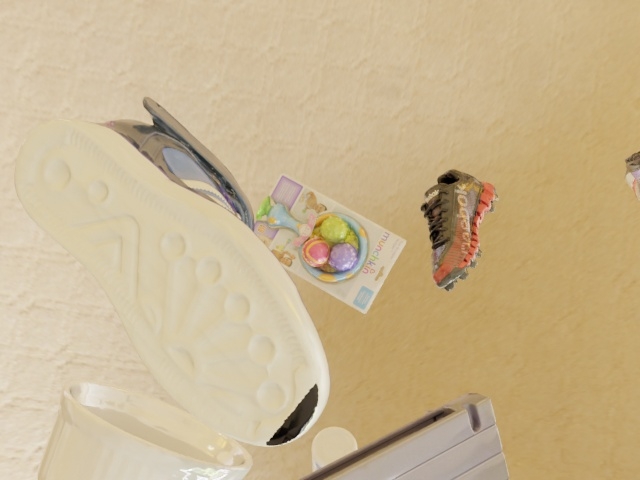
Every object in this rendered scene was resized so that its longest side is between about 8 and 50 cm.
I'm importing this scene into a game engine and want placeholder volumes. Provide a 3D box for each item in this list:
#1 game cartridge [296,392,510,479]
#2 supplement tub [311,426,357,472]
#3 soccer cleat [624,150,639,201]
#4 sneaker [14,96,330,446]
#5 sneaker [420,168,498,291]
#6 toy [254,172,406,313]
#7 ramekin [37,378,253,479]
[{"bbox_3d":[0.078,0.347,1.142,0.355,0.068,0.230,-20,105,-30],"label":"game cartridge"},{"bbox_3d":[0.022,0.338,1.517,0.071,0.107,0.071,0,54,0],"label":"supplement tub"},{"bbox_3d":[0.521,-0.092,1.465,0.109,0.318,0.116,-34,78,9],"label":"soccer cleat"},{"bbox_3d":[-0.079,0.019,0.816,0.323,0.236,0.130,43,104,17],"label":"sneaker"},{"bbox_3d":[0.240,-0.028,1.847,0.135,0.098,0.276,35,51,-14],"label":"sneaker"},{"bbox_3d":[0.000,0.000,1.587,0.237,0.056,0.136,29,89,15],"label":"toy"},{"bbox_3d":[-0.244,0.305,1.339,0.277,0.277,0.135,24,89,3],"label":"ramekin"}]
